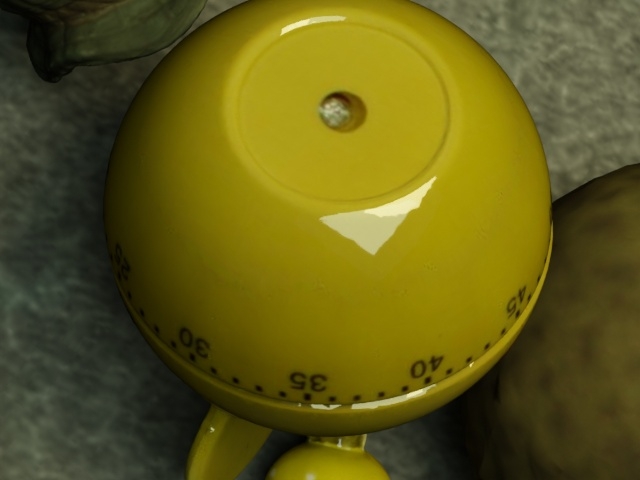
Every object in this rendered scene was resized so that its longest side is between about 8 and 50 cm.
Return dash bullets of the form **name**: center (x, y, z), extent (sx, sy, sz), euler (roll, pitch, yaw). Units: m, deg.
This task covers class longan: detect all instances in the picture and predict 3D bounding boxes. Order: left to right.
- **longan**: center (0.309, 0.126, 1.435), extent (0.391, 0.391, 0.391), euler (1, 87, -18)

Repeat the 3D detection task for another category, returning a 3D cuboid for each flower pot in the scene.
- **flower pot**: center (-0.169, -0.284, 1.347), extent (0.302, 0.302, 0.213), euler (-42, 115, -15)

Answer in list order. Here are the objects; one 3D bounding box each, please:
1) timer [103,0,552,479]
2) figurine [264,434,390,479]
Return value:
- **timer**: center (0.000, 0.000, 1.331), extent (0.376, 0.387, 0.376), euler (1, 60, -2)
- **figurine**: center (0.024, 0.269, 1.468), extent (0.185, 0.127, 0.234), euler (21, 67, -28)
